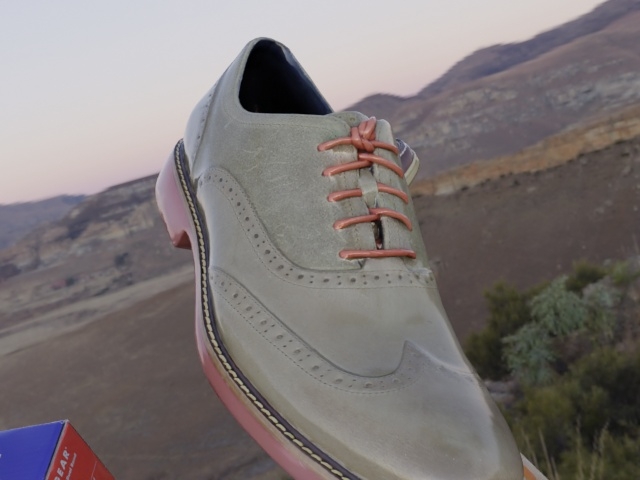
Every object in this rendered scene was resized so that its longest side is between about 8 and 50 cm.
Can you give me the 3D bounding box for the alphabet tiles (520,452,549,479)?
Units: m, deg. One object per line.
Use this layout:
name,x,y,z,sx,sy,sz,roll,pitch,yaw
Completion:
alphabet tiles,0.103,0.354,0.813,0.342,0.011,0.285,-45,45,-2

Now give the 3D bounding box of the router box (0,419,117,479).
router box,-0.299,0.299,0.676,0.335,0.301,0.082,-11,38,11

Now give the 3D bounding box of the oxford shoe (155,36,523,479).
oxford shoe,0.000,0.000,0.421,0.123,0.130,0.348,5,32,-37

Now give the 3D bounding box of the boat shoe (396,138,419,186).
boat shoe,-0.016,-0.068,1.074,0.342,0.123,0.123,-30,26,-17
